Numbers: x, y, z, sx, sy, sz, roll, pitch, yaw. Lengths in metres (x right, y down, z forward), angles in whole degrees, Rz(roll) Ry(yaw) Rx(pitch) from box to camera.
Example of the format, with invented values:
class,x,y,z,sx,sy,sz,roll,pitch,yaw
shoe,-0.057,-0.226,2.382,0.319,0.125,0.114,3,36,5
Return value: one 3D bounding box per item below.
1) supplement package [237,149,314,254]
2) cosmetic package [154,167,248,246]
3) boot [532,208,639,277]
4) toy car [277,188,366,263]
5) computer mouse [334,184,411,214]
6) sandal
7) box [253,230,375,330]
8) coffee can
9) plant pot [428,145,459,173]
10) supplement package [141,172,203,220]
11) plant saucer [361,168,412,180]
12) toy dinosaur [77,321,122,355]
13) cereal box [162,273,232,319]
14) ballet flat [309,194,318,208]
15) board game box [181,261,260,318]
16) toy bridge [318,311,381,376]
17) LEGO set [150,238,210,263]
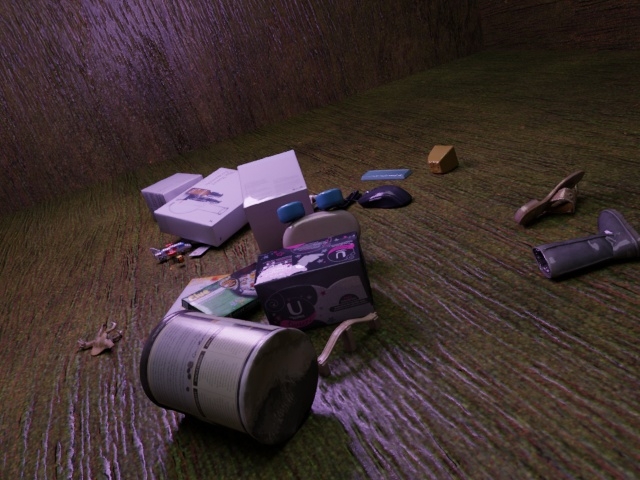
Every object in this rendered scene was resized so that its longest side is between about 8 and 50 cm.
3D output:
class,x,y,z,sx,sy,sz,roll,pitch,yaw
supplement package,-0.136,-0.126,1.732,0.200,0.198,0.262,-17,37,-1
cosmetic package,-0.374,-0.136,1.989,0.285,0.097,0.377,14,39,29
boot,0.587,0.008,1.211,0.209,0.076,0.189,-19,21,12
toy car,0.000,0.000,1.502,0.211,0.219,0.238,-19,-5,-4
computer mouse,0.160,-0.136,1.794,0.262,0.060,0.184,6,32,42
sandal,0.626,-0.092,1.410,0.240,0.088,0.079,-30,58,-12
box,-0.012,0.104,1.259,0.248,0.163,0.142,-14,28,7
coffee can,-0.172,0.246,1.009,0.276,0.201,0.201,3,31,37
plant pot,0.431,-0.282,1.917,0.082,0.081,0.083,11,48,47
supplement package,-0.603,-0.178,2.264,0.194,0.149,0.203,-34,29,-34
plant saucer,0.247,-0.250,2.036,0.192,0.018,0.067,4,31,37
toy dinosaur,-0.570,0.267,1.426,0.183,0.053,0.092,-6,40,39
cereal box,-0.308,0.172,1.442,0.173,0.047,0.240,-8,25,13
ballet flat,-0.035,-0.134,1.923,0.057,0.052,0.168,3,30,38
board game box,-0.216,0.135,1.400,0.136,0.030,0.260,26,35,32
toy bridge,0.058,0.202,1.124,0.026,0.063,0.188,10,36,46
LEGO set,-0.467,0.011,1.884,0.183,0.060,0.244,-6,23,25
